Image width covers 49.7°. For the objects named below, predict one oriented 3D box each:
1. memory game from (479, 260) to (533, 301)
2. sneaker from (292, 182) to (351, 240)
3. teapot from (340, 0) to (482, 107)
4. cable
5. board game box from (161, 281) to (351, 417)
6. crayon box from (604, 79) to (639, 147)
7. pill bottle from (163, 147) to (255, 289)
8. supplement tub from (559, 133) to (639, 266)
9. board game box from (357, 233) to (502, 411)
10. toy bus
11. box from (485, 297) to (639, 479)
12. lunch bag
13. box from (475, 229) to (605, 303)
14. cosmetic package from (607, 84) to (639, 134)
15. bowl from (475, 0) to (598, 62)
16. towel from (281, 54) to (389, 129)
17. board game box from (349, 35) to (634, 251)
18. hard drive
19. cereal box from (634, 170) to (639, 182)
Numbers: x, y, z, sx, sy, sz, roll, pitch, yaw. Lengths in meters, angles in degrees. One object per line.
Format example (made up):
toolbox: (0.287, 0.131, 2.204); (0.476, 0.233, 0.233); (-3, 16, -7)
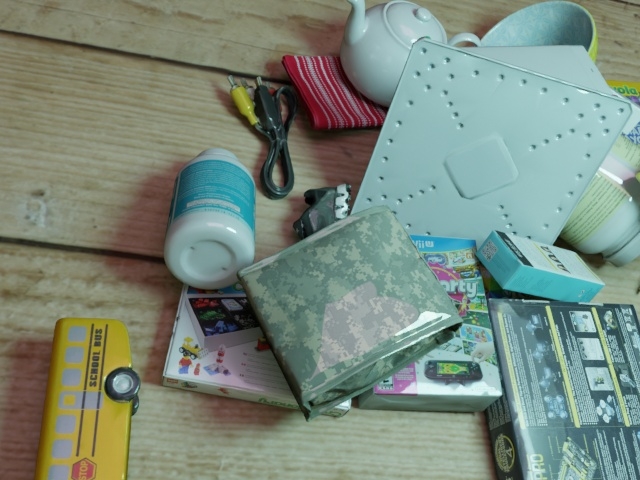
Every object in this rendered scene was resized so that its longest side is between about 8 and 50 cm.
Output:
memory game: (0.334, 0.096, 1.354); (0.186, 0.012, 0.186); (7, 59, -12)
sneaker: (0.000, 0.000, 1.280); (0.106, 0.078, 0.234); (3, 66, 2)
teapot: (0.181, -0.416, 1.470); (0.252, 0.187, 0.256); (50, 50, 7)
cable: (-0.096, -0.212, 1.401); (0.139, 0.072, 0.287); (-4, 73, -38)
board game box: (-0.094, 0.172, 1.160); (0.305, 0.053, 0.193); (13, 57, -9)
crayon box: (0.693, -0.272, 1.633); (0.203, 0.083, 0.323); (0, 60, -17)
pill bottle: (-0.184, -0.052, 1.188); (0.146, 0.146, 0.264); (9, 39, -11)
supplement tub: (0.533, -0.121, 1.406); (0.325, 0.235, 0.235); (38, 58, 7)
board game box: (0.177, 0.141, 1.226); (0.224, 0.097, 0.303); (4, 58, -10)
toy bus: (-0.331, 0.283, 0.993); (0.130, 0.108, 0.332); (4, 60, -14)
box: (0.453, 0.302, 1.217); (0.318, 0.097, 0.395); (3, 62, -17)
lunch bag: (0.049, 0.102, 1.079); (0.287, 0.169, 0.235); (-27, 66, -9)
box: (0.409, 0.054, 1.278); (0.244, 0.060, 0.100); (12, 33, -33)
cosmetic package: (0.621, -0.284, 1.465); (0.099, 0.060, 0.239); (36, 23, 8)
bowl: (0.501, -0.384, 1.580); (0.156, 0.289, 0.289); (43, 44, -43)
towel: (0.064, -0.326, 1.490); (0.275, 0.031, 0.199); (-10, 64, -31)
board game box: (0.292, -0.143, 1.263); (0.390, 0.390, 0.050); (16, 37, -5)
hard drive: (0.386, -0.311, 1.341); (0.307, 0.040, 0.203); (-2, 47, -5)
cereal box: (0.695, -0.098, 1.291); (0.240, 0.047, 0.173); (-28, 82, -41)
